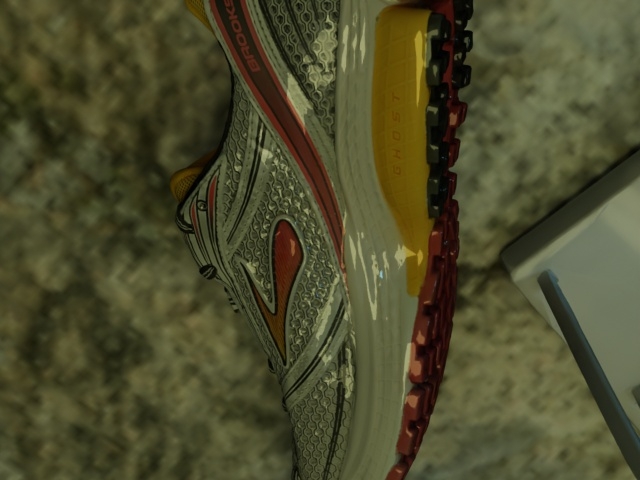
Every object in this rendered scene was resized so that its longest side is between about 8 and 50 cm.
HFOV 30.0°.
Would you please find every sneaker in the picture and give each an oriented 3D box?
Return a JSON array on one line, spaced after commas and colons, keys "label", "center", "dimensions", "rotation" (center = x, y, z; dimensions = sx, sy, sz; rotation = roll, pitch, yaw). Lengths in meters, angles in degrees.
[{"label": "sneaker", "center": [0.000, 0.000, 0.410], "dimensions": [0.093, 0.088, 0.225], "rotation": [6, 113, 14]}]

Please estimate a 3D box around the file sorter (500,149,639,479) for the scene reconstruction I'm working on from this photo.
[{"label": "file sorter", "center": [0.233, 0.078, 0.404], "dimensions": [0.193, 0.173, 0.277], "rotation": [-38, 112, 13]}]
